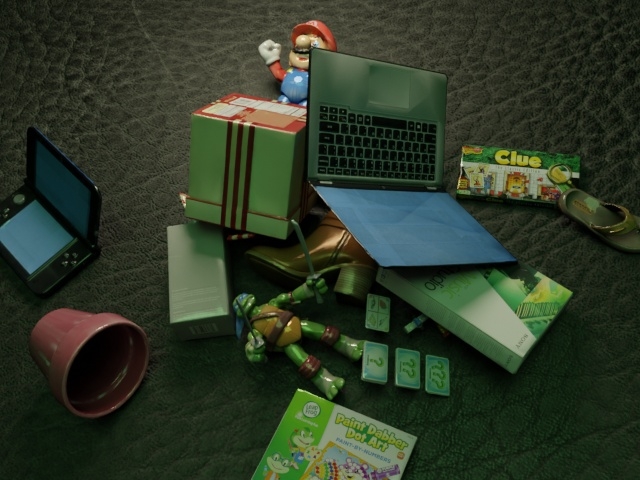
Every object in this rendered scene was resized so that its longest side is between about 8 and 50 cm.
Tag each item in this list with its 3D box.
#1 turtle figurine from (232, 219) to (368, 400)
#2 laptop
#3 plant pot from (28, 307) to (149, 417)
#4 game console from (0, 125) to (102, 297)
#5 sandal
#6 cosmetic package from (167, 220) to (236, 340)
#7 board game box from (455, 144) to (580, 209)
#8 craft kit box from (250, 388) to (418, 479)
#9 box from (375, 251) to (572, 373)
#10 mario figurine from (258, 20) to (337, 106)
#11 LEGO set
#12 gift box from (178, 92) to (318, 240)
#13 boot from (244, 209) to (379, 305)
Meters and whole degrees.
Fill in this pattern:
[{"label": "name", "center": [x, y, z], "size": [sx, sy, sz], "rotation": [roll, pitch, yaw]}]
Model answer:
[{"label": "turtle figurine", "center": [-0.043, 0.166, 1.325], "size": [0.266, 0.274, 0.198], "rotation": [34, 34, 0]}, {"label": "laptop", "center": [0.187, -0.162, 1.365], "size": [0.236, 0.382, 0.407], "rotation": [6, 95, 52]}, {"label": "plant pot", "center": [-0.475, 0.225, 1.386], "size": [0.180, 0.201, 0.201], "rotation": [20, 65, 35]}, {"label": "game console", "center": [-0.641, -0.066, 1.567], "size": [0.293, 0.173, 0.250], "rotation": [39, 72, 25]}, {"label": "sandal", "center": [0.605, -0.047, 1.444], "size": [0.219, 0.060, 0.090], "rotation": [33, 73, 8]}, {"label": "cosmetic package", "center": [-0.252, 0.080, 1.477], "size": [0.127, 0.107, 0.238], "rotation": [-8, 58, 2]}, {"label": "board game box", "center": [0.439, -0.141, 1.548], "size": [0.260, 0.030, 0.136], "rotation": [7, 61, 11]}, {"label": "craft kit box", "center": [0.017, 0.426, 1.258], "size": [0.250, 0.061, 0.246], "rotation": [18, 54, 18]}, {"label": "box", "center": [0.304, 0.091, 1.374], "size": [0.322, 0.058, 0.232], "rotation": [35, 47, 21]}, {"label": "mario figurine", "center": [-0.055, -0.400, 1.669], "size": [0.198, 0.170, 0.320], "rotation": [22, 70, -20]}, {"label": "LEGO set", "center": [0.179, 0.168, 1.364], "size": [0.182, 0.060, 0.244], "rotation": [13, 58, -11]}, {"label": "gift box", "center": [-0.148, -0.156, 1.472], "size": [0.276, 0.258, 0.255], "rotation": [14, 25, 17]}, {"label": "boot", "center": [0.000, 0.000, 1.480], "size": [0.283, 0.109, 0.220], "rotation": [14, 65, 12]}]
